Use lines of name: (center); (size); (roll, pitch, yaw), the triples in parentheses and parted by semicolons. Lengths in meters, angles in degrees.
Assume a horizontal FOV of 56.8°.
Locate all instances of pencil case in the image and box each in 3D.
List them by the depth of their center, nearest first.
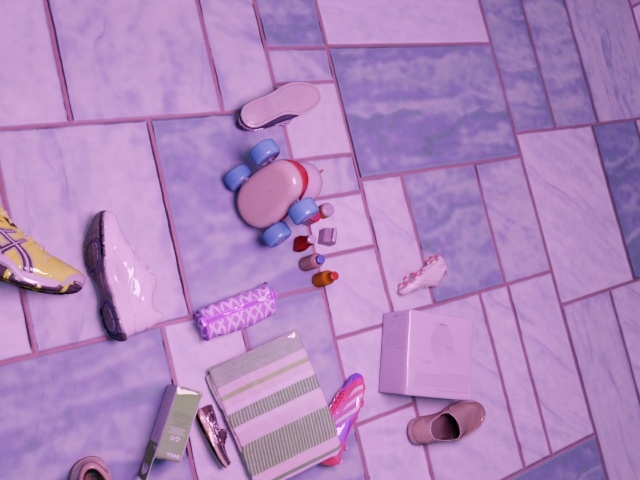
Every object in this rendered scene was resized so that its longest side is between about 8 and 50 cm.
pencil case: (-0.203, 0.176, 1.453); (0.206, 0.088, 0.086); (-22, 88, -28)

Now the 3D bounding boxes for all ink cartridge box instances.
ink cartridge box: (-0.336, 0.432, 1.322); (0.062, 0.109, 0.209); (23, 70, -21)

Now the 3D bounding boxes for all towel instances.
towel: (-0.109, 0.415, 1.445); (0.247, 0.038, 0.325); (-23, 90, -9)

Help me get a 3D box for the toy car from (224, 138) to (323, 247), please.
toy car: (-0.082, -0.133, 1.551); (0.219, 0.210, 0.238); (56, 33, 8)

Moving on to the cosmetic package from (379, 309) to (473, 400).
cosmetic package: (0.296, 0.322, 1.650); (0.224, 0.138, 0.225); (12, 73, -25)

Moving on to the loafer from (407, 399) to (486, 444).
loafer: (0.375, 0.522, 1.677); (0.268, 0.092, 0.102); (-11, 85, -28)

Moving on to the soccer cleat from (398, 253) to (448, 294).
soccer cleat: (0.308, 0.115, 1.741); (0.196, 0.068, 0.076); (-34, 99, -31)

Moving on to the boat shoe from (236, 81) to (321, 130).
boat shoe: (-0.113, -0.357, 1.610); (0.254, 0.079, 0.095); (-32, 98, -26)

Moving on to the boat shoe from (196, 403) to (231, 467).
boat shoe: (-0.243, 0.459, 1.394); (0.049, 0.056, 0.152); (-27, 92, -24)

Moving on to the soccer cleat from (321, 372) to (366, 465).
soccer cleat: (0.045, 0.455, 1.532); (0.095, 0.083, 0.248); (26, 72, -15)

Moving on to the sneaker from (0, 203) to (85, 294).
sneaker: (-0.666, 0.000, 1.220); (0.384, 0.145, 0.147); (27, 69, -22)

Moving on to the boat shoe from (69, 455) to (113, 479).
boat shoe: (-0.447, 0.605, 1.236); (0.109, 0.098, 0.302); (-16, 87, -29)

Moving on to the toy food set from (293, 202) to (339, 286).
toy food set: (0.000, 0.000, 1.581); (0.111, 0.104, 0.232); (15, 74, -24)

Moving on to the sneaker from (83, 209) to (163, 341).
sneaker: (-0.451, 0.075, 1.353); (0.129, 0.111, 0.297); (-14, 90, -44)
